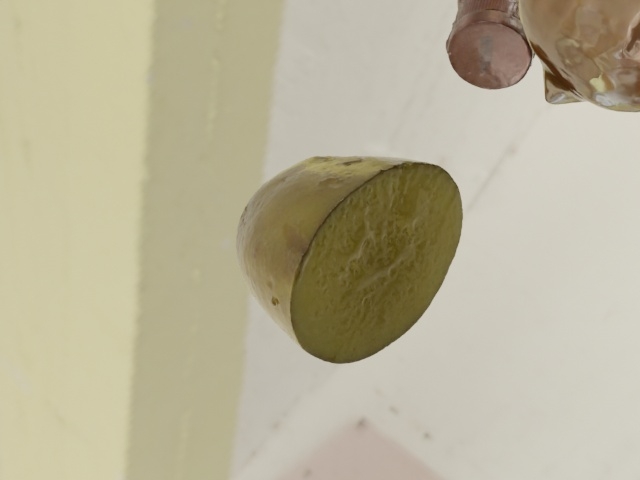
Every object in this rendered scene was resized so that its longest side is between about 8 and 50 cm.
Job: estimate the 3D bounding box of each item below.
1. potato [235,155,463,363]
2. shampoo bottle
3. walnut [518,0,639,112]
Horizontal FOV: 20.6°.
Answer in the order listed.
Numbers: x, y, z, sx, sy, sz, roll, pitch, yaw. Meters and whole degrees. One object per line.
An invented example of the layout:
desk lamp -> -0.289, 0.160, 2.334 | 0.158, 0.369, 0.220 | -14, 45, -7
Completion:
potato -> 0.000, 0.000, 1.528 | 0.203, 0.158, 0.178 | -50, -43, -22
shampoo bottle -> 0.166, -0.251, 1.523 | 0.314, 0.076, 0.118 | -73, -11, -46
walnut -> 0.223, -0.179, 1.005 | 0.298, 0.203, 0.203 | -50, -22, 28
